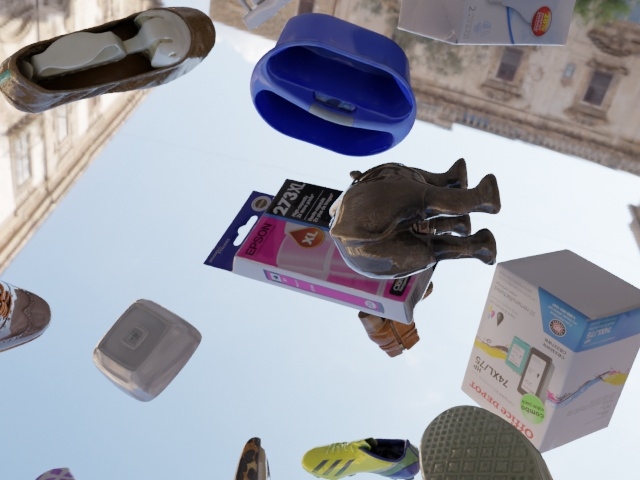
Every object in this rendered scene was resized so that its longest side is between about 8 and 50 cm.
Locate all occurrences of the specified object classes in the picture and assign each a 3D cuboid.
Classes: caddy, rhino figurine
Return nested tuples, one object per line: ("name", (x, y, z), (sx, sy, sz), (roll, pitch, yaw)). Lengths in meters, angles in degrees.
("caddy", (0.029, -0.302, 1.420), (0.341, 0.241, 0.179), (17, -132, -10))
("rhino figurine", (0.059, -0.024, 0.527), (0.106, 0.073, 0.243), (-7, -171, 3))

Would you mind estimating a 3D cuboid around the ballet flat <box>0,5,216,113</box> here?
("ballet flat", (-0.293, -0.276, 1.013), (0.342, 0.116, 0.124), (-22, -177, -24))

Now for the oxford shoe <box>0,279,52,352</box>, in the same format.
("oxford shoe", (-0.533, 0.113, 1.096), (0.132, 0.130, 0.363), (-10, 169, 18))

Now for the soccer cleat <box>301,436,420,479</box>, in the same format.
("soccer cleat", (0.086, 0.483, 1.592), (0.289, 0.121, 0.093), (-6, -144, 22))

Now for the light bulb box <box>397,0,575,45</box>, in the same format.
("light bulb box", (0.402, -0.637, 1.585), (0.361, 0.358, 0.225), (-10, -150, -31))

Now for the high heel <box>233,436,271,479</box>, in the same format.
("high heel", (-0.159, 0.356, 0.849), (0.186, 0.261, 0.093), (8, -177, 7))

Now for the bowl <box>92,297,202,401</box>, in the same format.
("bowl", (-0.267, 0.155, 1.049), (0.142, 0.053, 0.142), (25, -114, 30))

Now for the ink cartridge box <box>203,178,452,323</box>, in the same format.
("ink cartridge box", (0.000, 0.000, 1.092), (0.371, 0.069, 0.176), (13, -125, 27))

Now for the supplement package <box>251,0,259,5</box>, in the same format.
("supplement package", (-0.096, -0.494, 1.134), (0.105, 0.179, 0.105), (-12, -146, 36))

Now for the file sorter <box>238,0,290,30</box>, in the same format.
("file sorter", (-0.001, -0.410, 0.786), (0.173, 0.277, 0.193), (50, -139, -22))

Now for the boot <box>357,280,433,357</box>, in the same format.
("boot", (0.201, 0.182, 1.635), (0.197, 0.152, 0.073), (-29, -152, 14))

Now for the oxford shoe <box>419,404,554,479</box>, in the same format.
("oxford shoe", (0.270, 0.383, 0.908), (0.169, 0.130, 0.449), (-37, -147, -5))

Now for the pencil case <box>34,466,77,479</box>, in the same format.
("pencil case", (-0.400, 0.463, 1.132), (0.206, 0.088, 0.086), (39, -167, 33))

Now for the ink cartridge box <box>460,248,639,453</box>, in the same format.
("ink cartridge box", (0.406, 0.187, 1.218), (0.197, 0.270, 0.198), (-8, -150, -33))
